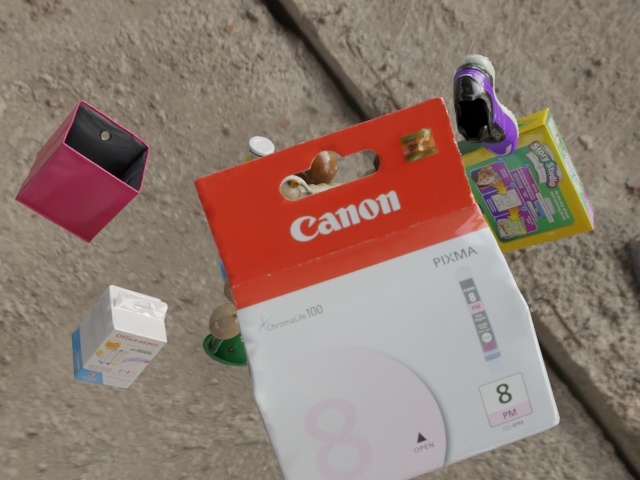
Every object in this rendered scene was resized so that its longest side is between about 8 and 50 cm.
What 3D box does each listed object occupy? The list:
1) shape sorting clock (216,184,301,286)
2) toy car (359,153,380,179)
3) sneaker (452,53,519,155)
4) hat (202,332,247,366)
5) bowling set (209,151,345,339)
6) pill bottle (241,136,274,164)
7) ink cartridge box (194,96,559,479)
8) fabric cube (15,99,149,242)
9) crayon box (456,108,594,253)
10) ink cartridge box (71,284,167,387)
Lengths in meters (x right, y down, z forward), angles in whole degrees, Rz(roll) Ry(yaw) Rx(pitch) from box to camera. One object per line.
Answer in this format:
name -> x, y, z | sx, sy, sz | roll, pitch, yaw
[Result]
shape sorting clock -> -0.037, 0.019, 0.911 | 0.206, 0.040, 0.206 | -3, 105, -12
toy car -> 0.125, -0.090, 1.231 | 0.148, 0.155, 0.188 | 26, 115, -31
sneaker -> 0.361, -0.261, 1.506 | 0.102, 0.293, 0.146 | -4, 54, 34
hat -> -0.190, 0.203, 1.735 | 0.208, 0.173, 0.184 | 0, 116, -29
bowling set -> -0.044, -0.013, 0.736 | 0.154, 0.287, 0.200 | 3, 61, -34
pill bottle -> -0.158, -0.191, 1.640 | 0.065, 0.116, 0.065 | 13, 44, -13
ink cartridge box -> 0.036, 0.043, 0.451 | 0.188, 0.066, 0.233 | -19, 102, -1
fabric cube -> -0.700, -0.205, 2.005 | 0.254, 0.258, 0.259 | 35, 29, -29
crayon box -> 0.570, -0.155, 1.935 | 0.363, 0.313, 0.106 | 56, 35, -24
ink cartridge box -> -0.308, 0.145, 1.038 | 0.143, 0.092, 0.090 | -47, 42, 25
